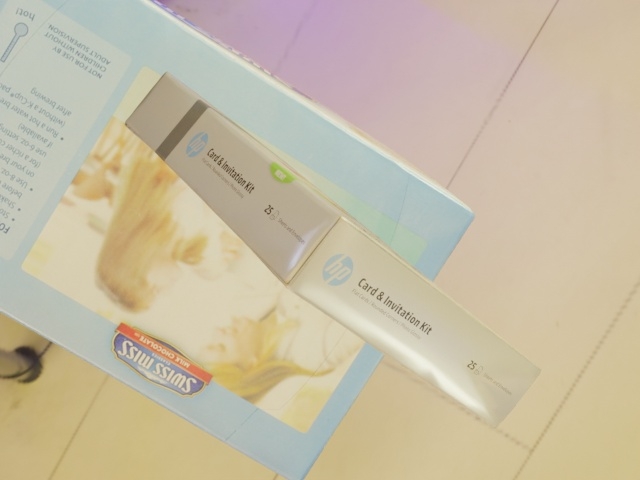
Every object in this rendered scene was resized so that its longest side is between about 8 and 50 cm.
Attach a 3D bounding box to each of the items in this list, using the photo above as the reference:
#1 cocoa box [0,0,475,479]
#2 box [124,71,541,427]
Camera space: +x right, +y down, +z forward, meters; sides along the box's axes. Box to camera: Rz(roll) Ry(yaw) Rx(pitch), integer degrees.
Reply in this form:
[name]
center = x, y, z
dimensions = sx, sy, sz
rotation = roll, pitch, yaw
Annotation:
[cocoa box]
center = -0.105, -0.030, 0.849
dimensions = 0.347, 0.228, 0.231
rotation = 32, 95, -8
[box]
center = 0.000, 0.000, 0.544
dimensions = 0.145, 0.186, 0.038
rotation = 36, 94, -37
